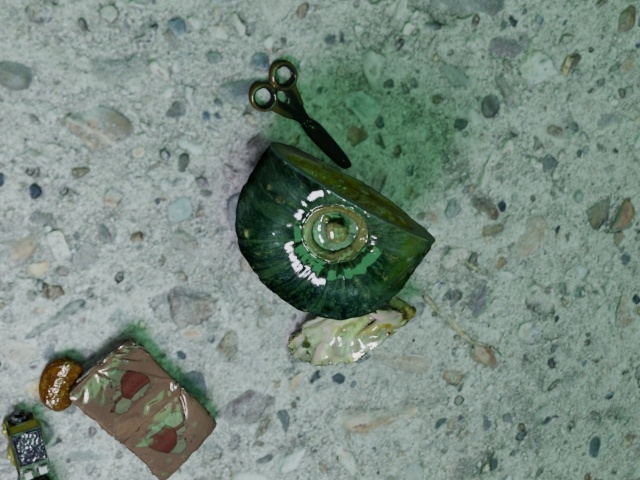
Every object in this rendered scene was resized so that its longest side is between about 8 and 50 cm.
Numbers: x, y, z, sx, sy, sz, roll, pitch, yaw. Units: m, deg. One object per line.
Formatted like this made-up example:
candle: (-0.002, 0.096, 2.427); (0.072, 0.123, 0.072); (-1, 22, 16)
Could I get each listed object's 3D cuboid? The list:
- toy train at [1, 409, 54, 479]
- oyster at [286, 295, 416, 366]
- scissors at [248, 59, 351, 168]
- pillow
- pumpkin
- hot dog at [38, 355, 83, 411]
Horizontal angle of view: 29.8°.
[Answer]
toy train: (-0.426, 0.349, 1.784); (0.060, 0.081, 0.202); (-16, 115, -21)
oyster: (0.043, 0.134, 1.972); (0.209, 0.072, 0.133); (-31, 129, 8)
scissors: (-0.020, -0.181, 1.845); (0.088, 0.017, 0.220); (-48, 124, -5)
pillow: (-0.270, 0.258, 1.849); (0.135, 0.049, 0.248); (-44, 128, -7)
pumpkin: (0.000, 0.000, 1.790); (0.293, 0.263, 0.197); (30, 103, -19)
hot dog: (-0.385, 0.212, 1.783); (0.058, 0.035, 0.083); (16, 100, -31)
